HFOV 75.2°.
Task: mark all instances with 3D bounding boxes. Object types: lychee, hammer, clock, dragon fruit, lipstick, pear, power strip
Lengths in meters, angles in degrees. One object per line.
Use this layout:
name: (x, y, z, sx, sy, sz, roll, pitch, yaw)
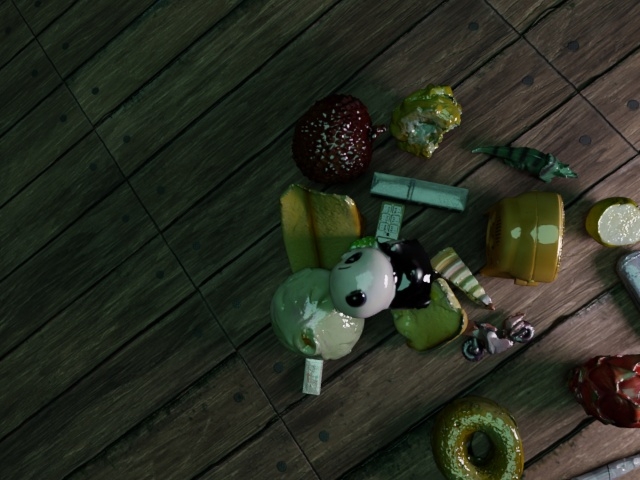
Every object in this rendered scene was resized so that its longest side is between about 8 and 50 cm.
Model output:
lychee: (0.055, -0.300, 1.247, 0.300, 0.264, 0.264, -15, 81, 13)
hammer: (0.848, 0.568, 1.102, 0.427, 0.044, 0.152, -27, 80, 8)
clock: (0.533, -0.003, 1.092, 0.200, 0.317, 0.244, 1, 84, 18)
dragon fruit: (0.776, 0.375, 1.052, 0.274, 0.193, 0.192, -15, 124, 31)
lipstick: (0.301, -0.146, 1.272, 0.290, 0.077, 0.076, 11, 85, 11)
pear: (0.812, -0.054, 1.150, 0.141, 0.104, 0.141, 5, 108, 14)
power strip: (0.213, -0.037, 1.302, 0.076, 0.028, 0.169, 11, 86, 11)

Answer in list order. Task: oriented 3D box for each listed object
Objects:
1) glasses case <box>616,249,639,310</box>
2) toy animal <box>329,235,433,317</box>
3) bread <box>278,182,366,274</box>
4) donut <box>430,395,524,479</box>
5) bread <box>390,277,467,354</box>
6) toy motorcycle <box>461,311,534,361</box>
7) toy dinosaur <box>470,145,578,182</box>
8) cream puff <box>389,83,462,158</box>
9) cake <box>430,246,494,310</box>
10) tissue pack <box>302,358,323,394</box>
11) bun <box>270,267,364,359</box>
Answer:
glasses case: (0.916, 0.157, 1.122, 0.109, 0.067, 0.282, -27, 78, 4)
toy animal: (0.148, 0.092, 1.102, 0.267, 0.212, 0.212, -4, 81, -24)
bread: (0.000, 0.000, 1.172, 0.233, 0.362, 0.245, 1, 82, 11)
donut: (0.439, 0.578, 1.149, 0.272, 0.107, 0.272, -2, 80, 11)
bread: (0.333, 0.209, 1.202, 0.174, 0.133, 0.251, 58, 140, 17)
toy motorcycle: (0.495, 0.262, 1.186, 0.212, 0.084, 0.118, -21, 79, 1)
toy dinosaur: (0.607, -0.237, 1.229, 0.292, 0.120, 0.079, 28, 101, 36)
cream puff: (0.313, -0.369, 1.245, 0.195, 0.221, 0.194, 15, 54, -21)
cake: (0.422, 0.110, 1.203, 0.225, 0.109, 0.090, 38, 91, 13)
tissue pack: (-0.024, 0.424, 1.298, 0.056, 0.023, 0.108, 6, 85, 12)
bun: (-0.019, 0.234, 1.204, 0.293, 0.187, 0.293, 2, 103, 8)
